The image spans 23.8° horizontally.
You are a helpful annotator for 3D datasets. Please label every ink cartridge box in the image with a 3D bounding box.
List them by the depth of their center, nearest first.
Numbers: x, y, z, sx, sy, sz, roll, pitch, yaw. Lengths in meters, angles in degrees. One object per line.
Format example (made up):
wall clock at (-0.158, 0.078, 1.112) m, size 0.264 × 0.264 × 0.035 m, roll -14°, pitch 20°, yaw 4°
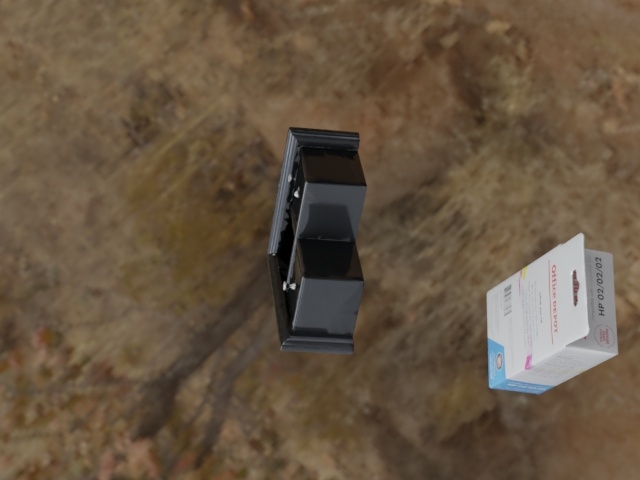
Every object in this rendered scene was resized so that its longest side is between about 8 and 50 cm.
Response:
ink cartridge box at (0.229, 0.072, 1.454) m, size 0.061 × 0.104 × 0.181 m, roll 10°, pitch 156°, yaw -21°

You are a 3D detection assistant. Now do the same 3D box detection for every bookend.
bookend at (0.000, 0.000, 1.460) m, size 0.157 × 0.072 × 0.156 m, roll -101°, pitch 18°, yaw -53°
